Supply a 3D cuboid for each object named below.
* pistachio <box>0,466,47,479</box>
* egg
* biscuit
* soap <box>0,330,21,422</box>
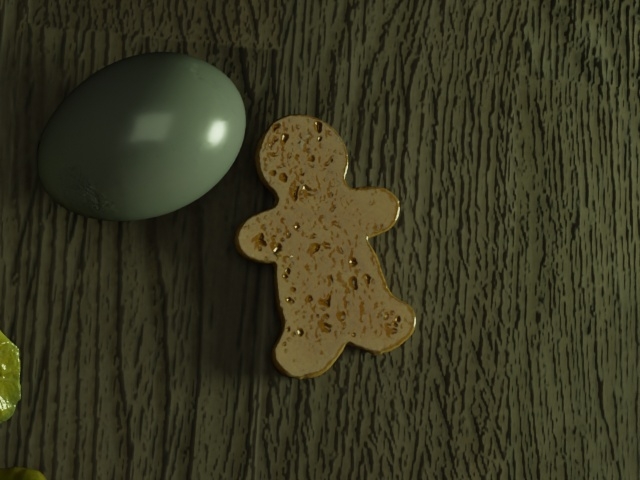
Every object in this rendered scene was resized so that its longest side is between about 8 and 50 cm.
[{"bbox_3d":[-0.311,0.281,1.261,0.110,0.100,0.189,37,80,-8],"label":"pistachio"},{"bbox_3d":[-0.164,-0.094,1.308,0.198,0.146,0.146,-21,87,-5],"label":"egg"},{"bbox_3d":[0.000,0.000,1.383,0.165,0.036,0.250,-16,90,-12],"label":"biscuit"},{"bbox_3d":[-0.337,0.094,1.313,0.168,0.033,0.089,41,85,-4],"label":"soap"}]
